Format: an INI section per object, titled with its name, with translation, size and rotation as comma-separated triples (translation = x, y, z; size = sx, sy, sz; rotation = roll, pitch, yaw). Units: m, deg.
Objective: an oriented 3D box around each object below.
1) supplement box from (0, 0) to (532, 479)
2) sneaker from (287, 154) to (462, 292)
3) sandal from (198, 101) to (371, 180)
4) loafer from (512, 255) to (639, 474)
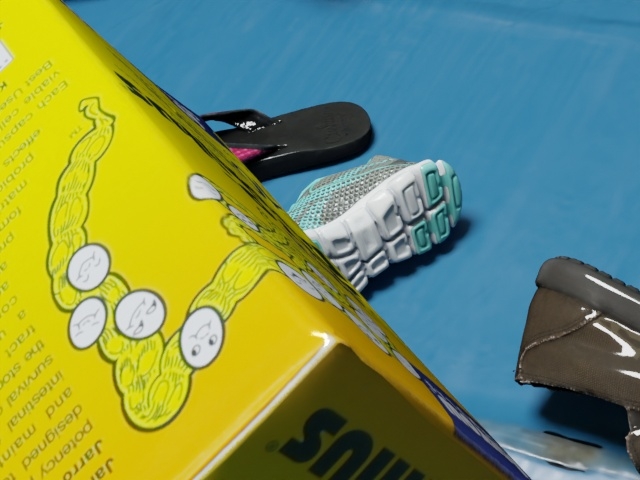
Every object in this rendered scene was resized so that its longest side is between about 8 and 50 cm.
[supplement box]
translation = -0.099, 0.045, 0.594
size = 0.195, 0.194, 0.356
rotation = -46, 47, 3
[sneaker]
translation = 0.000, 0.000, 0.764
size = 0.166, 0.065, 0.076
rotation = -27, 28, -18
[sandal]
translation = -0.056, -0.064, 0.847
size = 0.179, 0.040, 0.067
rotation = -17, 43, -3
[loafer]
translation = 0.184, 0.087, 0.614
size = 0.220, 0.080, 0.078
rotation = 31, 92, 36
